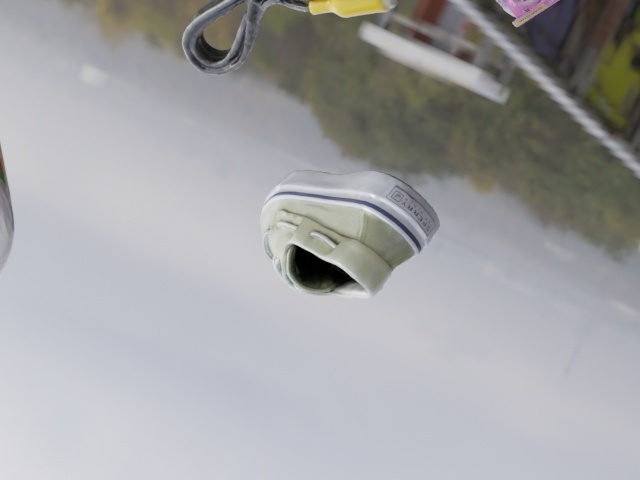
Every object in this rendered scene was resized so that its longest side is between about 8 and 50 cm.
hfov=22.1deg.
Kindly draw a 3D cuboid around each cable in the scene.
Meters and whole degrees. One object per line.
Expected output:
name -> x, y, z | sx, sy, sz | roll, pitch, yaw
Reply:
cable -> -0.049, -0.232, 1.531 | 0.287, 0.072, 0.139 | -23, 126, 37

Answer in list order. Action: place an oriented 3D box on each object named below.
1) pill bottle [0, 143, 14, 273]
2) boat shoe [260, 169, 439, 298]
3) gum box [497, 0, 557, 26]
pill bottle -> -0.262, -0.077, 0.966 | 0.136, 0.136, 0.246 | 25, -150, -37
boat shoe -> 0.000, 0.000, 1.448 | 0.109, 0.094, 0.302 | 45, 163, -11
gum box -> 0.203, -0.291, 1.531 | 0.062, 0.107, 0.188 | 41, -150, -29
